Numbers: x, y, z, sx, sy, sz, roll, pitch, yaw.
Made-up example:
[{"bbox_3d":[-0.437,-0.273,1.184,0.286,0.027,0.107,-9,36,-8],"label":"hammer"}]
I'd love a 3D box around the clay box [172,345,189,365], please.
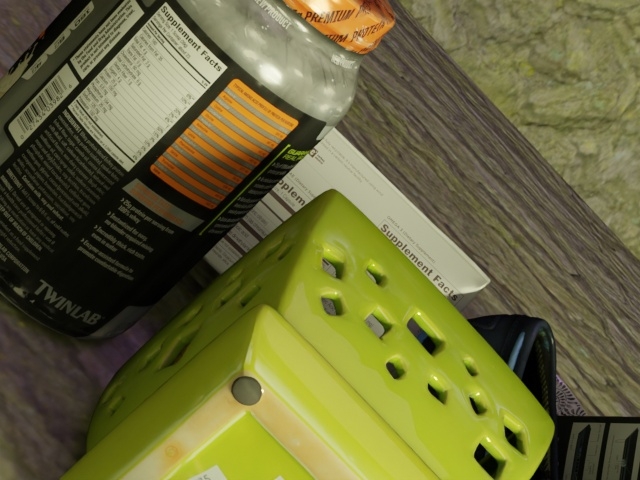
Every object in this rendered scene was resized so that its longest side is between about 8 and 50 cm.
[{"bbox_3d":[-0.009,0.143,1.226,0.222,0.053,0.127,42,13,29],"label":"clay box"}]

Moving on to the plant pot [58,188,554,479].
[{"bbox_3d":[-0.015,0.139,0.996,0.227,0.228,0.207,47,22,-5],"label":"plant pot"}]

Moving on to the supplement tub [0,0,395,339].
[{"bbox_3d":[-0.109,-0.096,1.135,0.193,0.316,0.193,42,16,-15],"label":"supplement tub"}]

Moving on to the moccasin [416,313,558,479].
[{"bbox_3d":[0.130,0.210,1.153,0.137,0.116,0.342,20,58,-53],"label":"moccasin"}]

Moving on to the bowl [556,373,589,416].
[{"bbox_3d":[0.204,0.177,1.677,0.170,0.080,0.170,42,17,-16],"label":"bowl"}]

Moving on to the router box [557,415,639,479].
[{"bbox_3d":[0.255,0.234,1.408,0.309,0.243,0.081,31,64,-43],"label":"router box"}]

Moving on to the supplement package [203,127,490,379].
[{"bbox_3d":[0.000,0.000,1.365,0.204,0.145,0.262,43,1,-9],"label":"supplement package"}]
